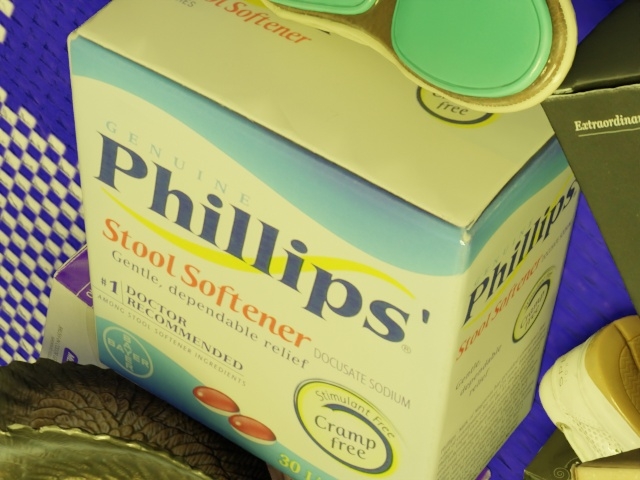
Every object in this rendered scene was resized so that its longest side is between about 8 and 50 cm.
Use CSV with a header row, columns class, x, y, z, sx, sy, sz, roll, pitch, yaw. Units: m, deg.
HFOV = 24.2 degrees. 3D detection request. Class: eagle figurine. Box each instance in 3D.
class,x,y,z,sx,sy,sz,roll,pitch,yaw
eagle figurine,-0.103,0.187,0.951,0.226,0.225,0.298,-29,98,42

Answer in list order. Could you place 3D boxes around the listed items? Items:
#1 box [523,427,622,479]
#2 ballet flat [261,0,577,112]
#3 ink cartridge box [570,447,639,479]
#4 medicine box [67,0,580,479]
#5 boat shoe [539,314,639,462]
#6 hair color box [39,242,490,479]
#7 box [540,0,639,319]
class,x,y,z,sx,sy,sz,roll,pitch,yaw
box,0.166,0.167,0.974,0.052,0.062,0.083,26,140,26
ballet flat,0.057,-0.123,0.746,0.248,0.086,0.086,35,147,46
ink cartridge box,0.257,0.136,0.693,0.193,0.234,0.088,-5,87,38
medicine box,0.000,0.000,0.900,0.263,0.149,0.289,28,141,22
boat shoe,0.235,0.171,0.889,0.277,0.098,0.096,54,145,3
hair color box,-0.057,0.148,1.137,0.339,0.110,0.185,35,142,11
box,0.223,-0.018,0.699,0.153,0.108,0.207,-3,123,46
